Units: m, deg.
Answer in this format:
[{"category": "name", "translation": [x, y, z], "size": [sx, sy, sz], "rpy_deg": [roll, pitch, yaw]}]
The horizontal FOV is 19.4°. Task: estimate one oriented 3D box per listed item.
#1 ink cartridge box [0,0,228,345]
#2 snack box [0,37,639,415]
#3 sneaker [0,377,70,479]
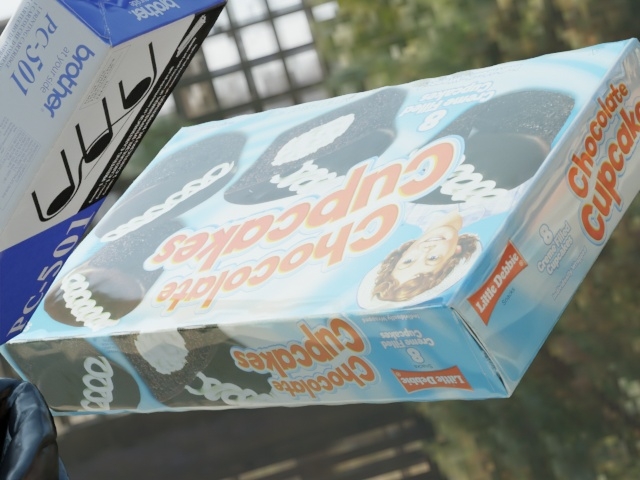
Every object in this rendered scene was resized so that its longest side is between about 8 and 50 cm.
[{"category": "ink cartridge box", "translation": [-0.126, -0.027, 0.801], "size": [0.207, 0.046, 0.097], "rpy_deg": [-54, -10, 30]}, {"category": "snack box", "translation": [0.000, 0.000, 0.924], "size": [0.322, 0.060, 0.187], "rpy_deg": [-7, 36, 45]}, {"category": "sneaker", "translation": [-0.063, 0.076, 0.404], "size": [0.152, 0.084, 0.058], "rpy_deg": [21, 13, -39]}]
